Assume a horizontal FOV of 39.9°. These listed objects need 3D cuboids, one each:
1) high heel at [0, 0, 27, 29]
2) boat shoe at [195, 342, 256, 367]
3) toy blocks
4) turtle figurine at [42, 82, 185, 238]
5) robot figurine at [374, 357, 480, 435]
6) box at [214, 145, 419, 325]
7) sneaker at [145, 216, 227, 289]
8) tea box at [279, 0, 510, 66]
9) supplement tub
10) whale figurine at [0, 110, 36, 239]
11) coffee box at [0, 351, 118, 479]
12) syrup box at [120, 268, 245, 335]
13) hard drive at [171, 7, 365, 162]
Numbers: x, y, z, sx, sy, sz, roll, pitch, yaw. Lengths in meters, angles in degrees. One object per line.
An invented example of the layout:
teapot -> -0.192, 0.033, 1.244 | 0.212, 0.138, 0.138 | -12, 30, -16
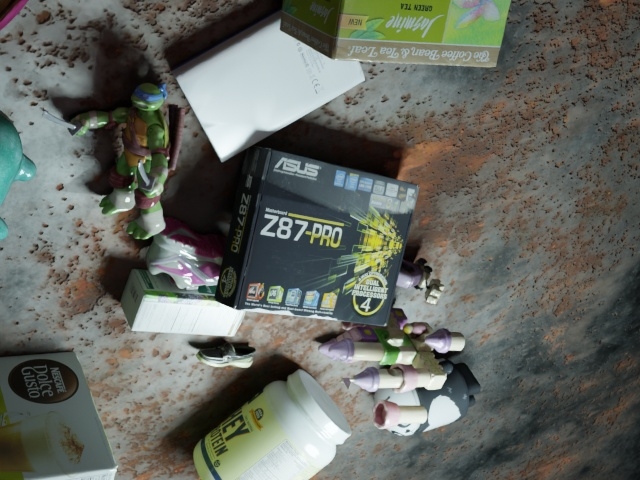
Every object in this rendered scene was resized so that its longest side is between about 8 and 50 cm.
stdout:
high heel -> -0.385, -0.435, 1.249 | 0.377, 0.181, 0.127 | -46, 134, 10
boat shoe -> -0.212, 0.254, 1.992 | 0.152, 0.056, 0.049 | 9, 115, -46
toy blocks -> 0.127, 0.227, 2.006 | 0.260, 0.288, 0.309 | 6, 122, -29
turtle figurine -> -0.351, -0.127, 1.511 | 0.198, 0.274, 0.266 | 12, 129, 3
robot figurine -> 0.277, 0.409, 2.307 | 0.278, 0.173, 0.209 | -11, 98, -23
box -> 0.000, 0.000, 1.803 | 0.395, 0.097, 0.318 | 11, 92, -36
sneaker -> -0.248, 0.045, 1.779 | 0.252, 0.103, 0.111 | 26, 114, -34
tea box -> 0.137, -0.472, 1.464 | 0.329, 0.220, 0.323 | -4, 117, -27
supplement tub -> -0.113, 0.484, 2.101 | 0.325, 0.235, 0.235 | -40, 134, 4
whale figurine -> -0.572, -0.091, 1.444 | 0.216, 0.141, 0.272 | -9, 129, -24
coffee box -> -0.620, 0.457, 1.717 | 0.334, 0.337, 0.338 | 0, 124, -31
syrup box -> -0.280, 0.130, 1.822 | 0.237, 0.093, 0.096 | 7, 121, -34
hard drive -> -0.088, -0.304, 1.623 | 0.319, 0.040, 0.210 | -31, 134, -5
